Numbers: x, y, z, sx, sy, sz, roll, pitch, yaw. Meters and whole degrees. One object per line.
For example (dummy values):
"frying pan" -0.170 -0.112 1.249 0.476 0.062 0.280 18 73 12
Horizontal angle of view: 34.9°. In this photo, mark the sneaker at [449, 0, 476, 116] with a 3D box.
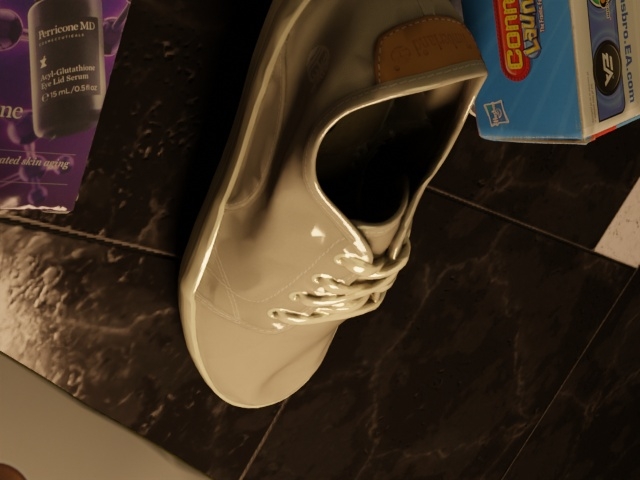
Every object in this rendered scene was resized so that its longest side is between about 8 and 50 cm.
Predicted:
"sneaker" 0.178 -0.187 0.843 0.226 0.086 0.163 -19 133 -34

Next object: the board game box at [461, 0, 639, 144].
"board game box" 0.215 -0.252 0.709 0.302 0.086 0.308 -23 110 -40

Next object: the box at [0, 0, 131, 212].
"box" -0.192 -0.128 0.530 0.153 0.108 0.207 -1 120 -42

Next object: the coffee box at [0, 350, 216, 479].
"coffee box" -0.280 0.199 0.438 0.337 0.338 0.334 49 52 -50

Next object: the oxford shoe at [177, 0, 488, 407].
"oxford shoe" 0.000 0.000 0.750 0.169 0.130 0.449 -19 145 -33
